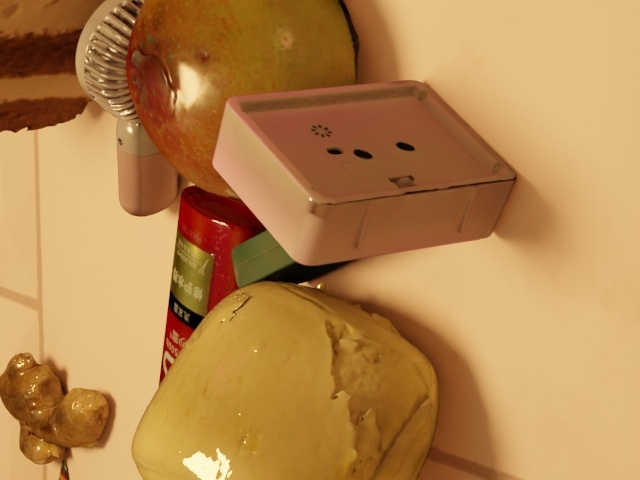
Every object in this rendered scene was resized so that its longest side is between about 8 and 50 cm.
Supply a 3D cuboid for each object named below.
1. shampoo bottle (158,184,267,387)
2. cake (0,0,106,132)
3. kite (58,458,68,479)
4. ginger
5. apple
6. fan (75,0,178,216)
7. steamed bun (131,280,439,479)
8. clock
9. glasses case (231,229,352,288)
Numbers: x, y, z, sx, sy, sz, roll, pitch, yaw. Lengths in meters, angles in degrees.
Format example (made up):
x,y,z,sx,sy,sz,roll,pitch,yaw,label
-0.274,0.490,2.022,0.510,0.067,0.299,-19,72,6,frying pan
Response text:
x,y,z,sx,sy,sz,roll,pitch,yaw,label
-0.108,0.106,1.654,0.118,0.076,0.314,31,120,44,shampoo bottle
-0.335,-0.272,1.728,0.290,0.282,0.256,-49,60,43,cake
-0.297,0.321,2.010,0.090,0.004,0.122,-34,69,51,kite
-0.314,0.186,1.964,0.214,0.059,0.133,-26,79,54,ginger
-0.066,-0.147,1.472,0.207,0.174,0.188,-29,41,8,apple
-0.173,-0.131,1.674,0.074,0.130,0.244,36,135,38,fan
-0.042,0.142,1.439,0.273,0.166,0.232,26,86,46,steamed bun
0.034,-0.055,1.329,0.150,0.197,0.063,48,134,38,clock
0.000,0.000,1.486,0.184,0.077,0.039,-26,73,52,glasses case
